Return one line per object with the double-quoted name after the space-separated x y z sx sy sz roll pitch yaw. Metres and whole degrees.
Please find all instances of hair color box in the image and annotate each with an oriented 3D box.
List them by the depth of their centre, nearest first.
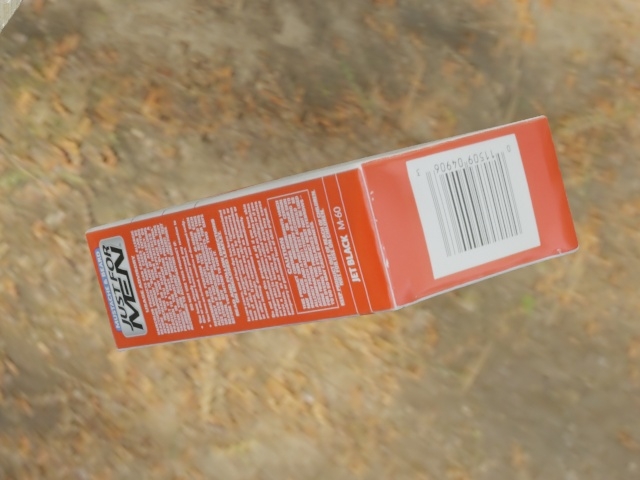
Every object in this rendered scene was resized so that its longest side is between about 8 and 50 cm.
0.000 0.000 0.691 0.093 0.167 0.053 -16 94 -39 "hair color box"

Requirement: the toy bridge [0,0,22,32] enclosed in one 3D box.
-0.125 -0.088 0.544 0.026 0.188 0.063 40 74 -33 "toy bridge"
